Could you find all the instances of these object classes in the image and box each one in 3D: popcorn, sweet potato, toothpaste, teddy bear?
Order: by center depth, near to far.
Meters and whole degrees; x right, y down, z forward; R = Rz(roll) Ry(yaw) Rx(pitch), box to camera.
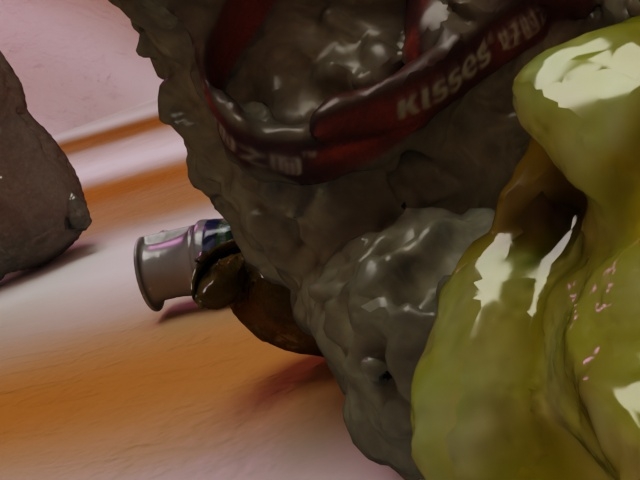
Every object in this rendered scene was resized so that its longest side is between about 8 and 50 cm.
[{"bbox_3d":[0.157,0.009,0.363,0.254,0.195,0.256,-18,30,28],"label":"popcorn"},{"bbox_3d":[0.098,-0.105,0.645,0.367,0.357,0.224,-27,-13,-12],"label":"teddy bear"},{"bbox_3d":[0.068,-0.006,0.776,0.310,0.098,0.124,-23,6,-35],"label":"sweet potato"},{"bbox_3d":[0.000,0.000,0.963,0.266,0.061,0.096,-10,13,10],"label":"toothpaste"},{"bbox_3d":[-0.347,-0.089,1.347,0.151,0.267,0.236,-33,9,13],"label":"teddy bear"}]
